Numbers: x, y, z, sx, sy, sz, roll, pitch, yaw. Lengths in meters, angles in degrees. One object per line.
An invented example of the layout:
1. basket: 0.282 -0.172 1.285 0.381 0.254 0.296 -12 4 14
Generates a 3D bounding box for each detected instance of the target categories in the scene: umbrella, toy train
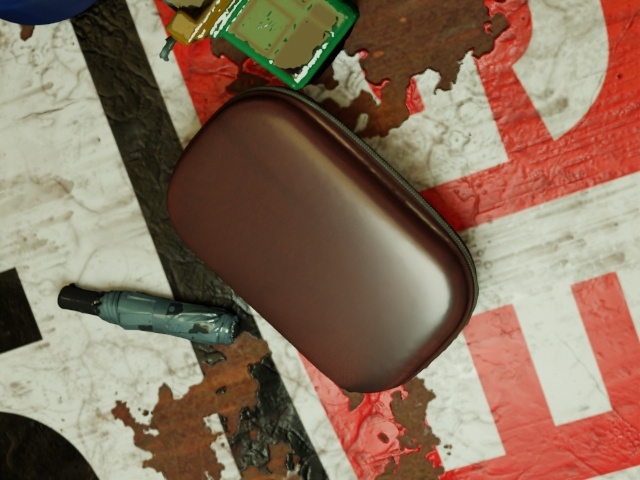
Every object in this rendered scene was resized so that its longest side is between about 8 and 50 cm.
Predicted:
1. umbrella: -0.230 0.098 1.435 0.250 0.053 0.052 10 101 10
2. toy train: -0.029 -0.356 1.267 0.249 0.178 0.429 38 105 -6

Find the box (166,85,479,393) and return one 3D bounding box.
1. box: 0.000 0.000 1.330 0.404 0.108 0.263 44 116 2

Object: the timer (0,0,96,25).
1. timer: -0.403 -0.389 1.227 0.270 0.383 0.270 2 98 12
